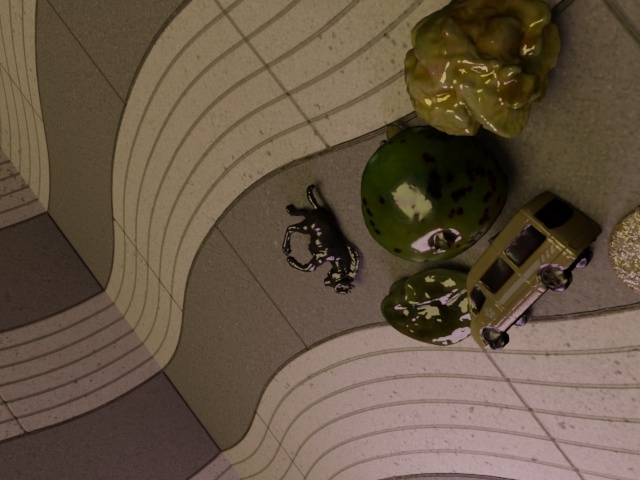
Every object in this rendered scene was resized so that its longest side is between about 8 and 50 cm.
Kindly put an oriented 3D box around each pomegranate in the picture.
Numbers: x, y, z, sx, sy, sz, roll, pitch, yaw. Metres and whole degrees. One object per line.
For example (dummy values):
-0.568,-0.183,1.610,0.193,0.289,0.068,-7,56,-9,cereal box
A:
0.156,-0.086,0.810,0.211,0.211,0.263,106,160,-44,pomegranate

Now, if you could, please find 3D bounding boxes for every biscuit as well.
0.449,0.020,0.700,0.152,0.020,0.152,27,133,33,biscuit

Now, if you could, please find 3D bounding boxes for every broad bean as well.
0.203,0.120,0.986,0.207,0.072,0.153,-13,113,49,broad bean

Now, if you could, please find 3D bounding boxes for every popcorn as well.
0.197,-0.213,0.671,0.188,0.185,0.167,-14,124,41,popcorn

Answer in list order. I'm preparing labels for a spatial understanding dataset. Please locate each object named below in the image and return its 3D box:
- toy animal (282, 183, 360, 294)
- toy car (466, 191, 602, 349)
0.000,0.000,1.120,0.148,0.084,0.232,-14,101,32,toy animal
0.294,0.052,0.821,0.124,0.101,0.256,46,139,19,toy car
